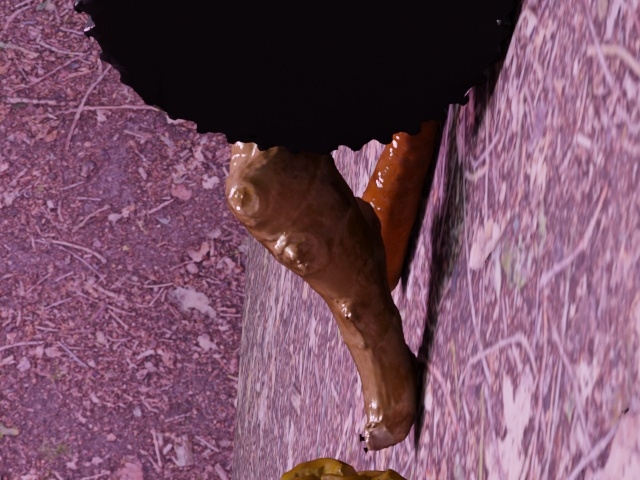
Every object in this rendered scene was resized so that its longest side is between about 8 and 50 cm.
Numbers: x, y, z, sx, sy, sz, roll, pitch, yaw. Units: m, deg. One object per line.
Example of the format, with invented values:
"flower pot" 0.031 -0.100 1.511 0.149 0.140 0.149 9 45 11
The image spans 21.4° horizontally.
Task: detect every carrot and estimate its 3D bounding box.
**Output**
"carrot" 0.061 -0.045 1.385 0.061 0.061 0.210 -91 13 -46

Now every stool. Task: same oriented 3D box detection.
"stool" -0.004 -0.278 1.210 0.297 0.297 0.330 104 175 -49

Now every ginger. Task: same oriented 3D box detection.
"ginger" 0.000 0.000 1.281 0.334 0.081 0.148 61 -163 -10

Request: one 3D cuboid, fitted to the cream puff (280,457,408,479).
"cream puff" 0.026 0.220 1.194 0.121 0.156 0.156 -22 -50 -47
